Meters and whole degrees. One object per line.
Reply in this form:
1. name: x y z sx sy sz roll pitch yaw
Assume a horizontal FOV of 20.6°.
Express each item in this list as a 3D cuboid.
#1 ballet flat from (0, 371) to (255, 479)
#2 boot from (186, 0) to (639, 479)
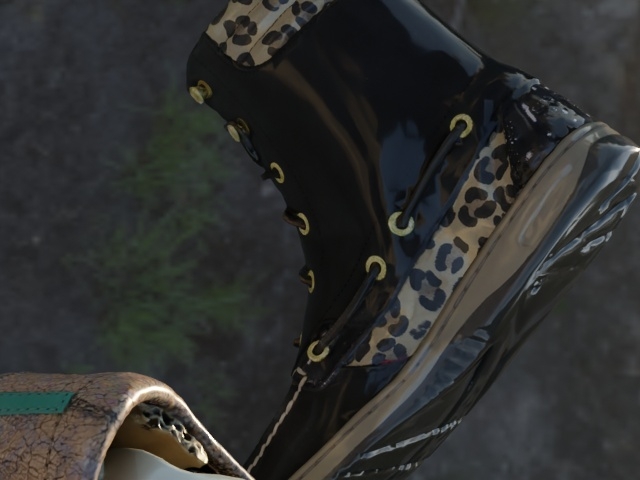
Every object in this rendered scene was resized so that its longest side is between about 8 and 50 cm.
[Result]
1. ballet flat: 0.002 0.151 0.573 0.316 0.106 0.107 43 45 -29
2. boot: 0.001 -0.001 0.744 0.236 0.178 0.085 -51 158 16
